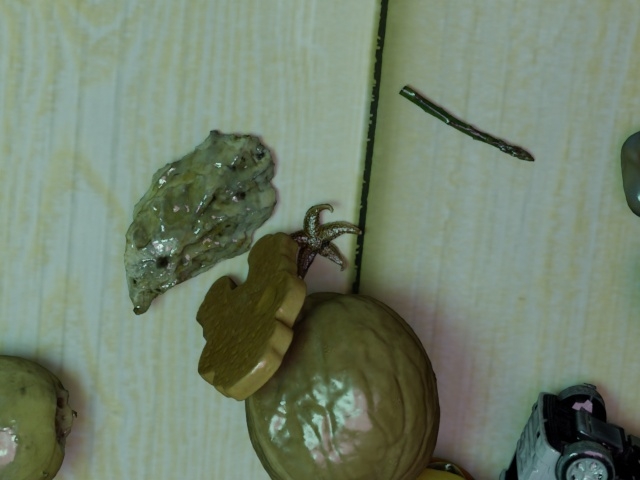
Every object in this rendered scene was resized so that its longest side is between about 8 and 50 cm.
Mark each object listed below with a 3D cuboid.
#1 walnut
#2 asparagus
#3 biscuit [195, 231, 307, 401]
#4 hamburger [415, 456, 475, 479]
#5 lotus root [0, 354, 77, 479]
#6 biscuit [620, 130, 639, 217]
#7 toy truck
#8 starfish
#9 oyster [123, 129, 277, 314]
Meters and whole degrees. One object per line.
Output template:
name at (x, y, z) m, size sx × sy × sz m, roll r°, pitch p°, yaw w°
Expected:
walnut at (0.019, 0.161, 1.524) m, size 0.228 × 0.228 × 0.228 m, roll 0°, pitch 100°, yaw 0°
asparagus at (0.156, -0.120, 1.574) m, size 0.162 × 0.016 × 0.016 m, roll 28°, pitch 80°, yaw -4°
biscuit at (-0.069, 0.080, 1.495) m, size 0.040 × 0.236 × 0.144 m, roll 33°, pitch 110°, yaw -22°
hamburger at (0.112, 0.314, 1.600) m, size 0.162 × 0.115 × 0.162 m, roll 0°, pitch 98°, yaw 1°
lotus root at (-0.426, 0.220, 1.555) m, size 0.342 × 0.151 × 0.169 m, roll -15°, pitch 57°, yaw 1°
biscuit at (0.468, -0.017, 1.549) m, size 0.290 × 0.062 × 0.237 m, roll -9°, pitch 83°, yaw 2°
toy truck at (0.362, 0.307, 1.577) m, size 0.363 × 0.176 × 0.178 m, roll 29°, pitch 111°, yaw -6°
starfish at (0.000, 0.000, 1.590) m, size 0.091 × 0.028 × 0.078 m, roll -18°, pitch 105°, yaw 0°
oyster at (-0.135, -0.026, 1.564) m, size 0.209 × 0.072 × 0.133 m, roll -29°, pitch 102°, yaw 3°
